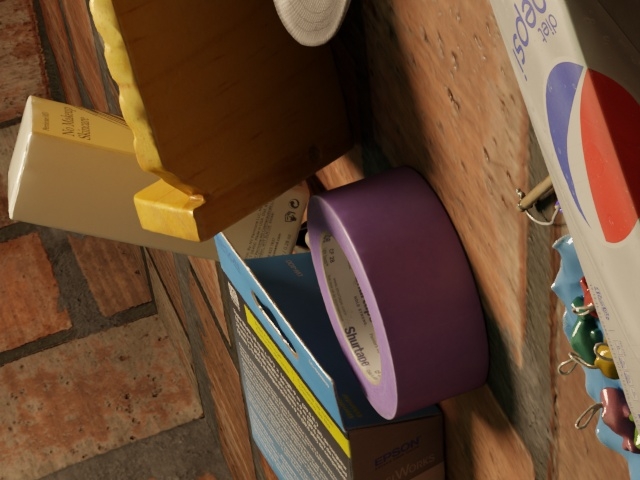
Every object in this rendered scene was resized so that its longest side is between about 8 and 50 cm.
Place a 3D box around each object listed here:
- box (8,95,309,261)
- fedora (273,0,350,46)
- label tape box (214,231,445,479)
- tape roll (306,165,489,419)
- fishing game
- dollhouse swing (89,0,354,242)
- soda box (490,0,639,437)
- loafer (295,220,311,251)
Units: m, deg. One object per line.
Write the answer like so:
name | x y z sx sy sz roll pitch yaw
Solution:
box | -0.157 -0.053 1.725 0.113 0.275 0.094 -114 39 -64
fedora | 0.035 -0.250 0.962 0.244 0.124 0.275 170 90 -76
label tape box | 0.013 0.140 1.661 0.241 0.106 0.334 51 159 39
tape roll | 0.059 0.041 1.421 0.189 0.080 0.189 162 90 -78
fishing game | 0.174 0.083 1.064 0.189 0.041 0.264 143 108 -80
dollhouse swing | -0.176 -0.204 1.527 0.305 0.315 0.347 -2 111 38
soda box | 0.156 -0.048 0.793 0.091 0.098 0.286 161 91 -78
loafer | 0.000 0.000 1.723 0.125 0.039 0.045 -161 52 -75
